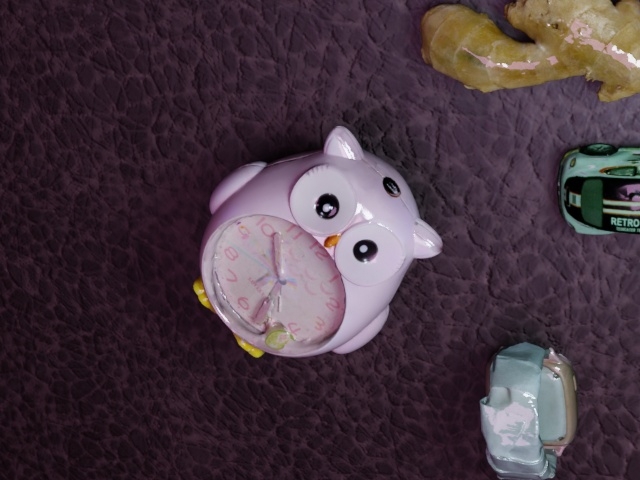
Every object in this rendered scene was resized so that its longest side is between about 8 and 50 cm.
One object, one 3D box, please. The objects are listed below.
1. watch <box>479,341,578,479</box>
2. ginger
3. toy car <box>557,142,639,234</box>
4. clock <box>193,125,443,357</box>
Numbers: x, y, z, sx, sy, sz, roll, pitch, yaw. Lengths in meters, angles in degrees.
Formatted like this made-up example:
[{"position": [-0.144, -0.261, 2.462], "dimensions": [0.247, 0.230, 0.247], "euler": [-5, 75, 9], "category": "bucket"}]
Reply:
[{"position": [0.345, 0.298, 1.629], "dimensions": [0.162, 0.241, 0.253], "euler": [-4, 111, 19], "category": "watch"}, {"position": [0.360, -0.300, 1.438], "dimensions": [0.363, 0.122, 0.348], "euler": [-40, 87, 18], "category": "ginger"}, {"position": [0.514, -0.068, 1.479], "dimensions": [0.306, 0.125, 0.136], "euler": [3, 112, 20], "category": "toy car"}, {"position": [0.000, 0.000, 1.621], "dimensions": [0.368, 0.250, 0.377], "euler": [49, 125, -4], "category": "clock"}]
